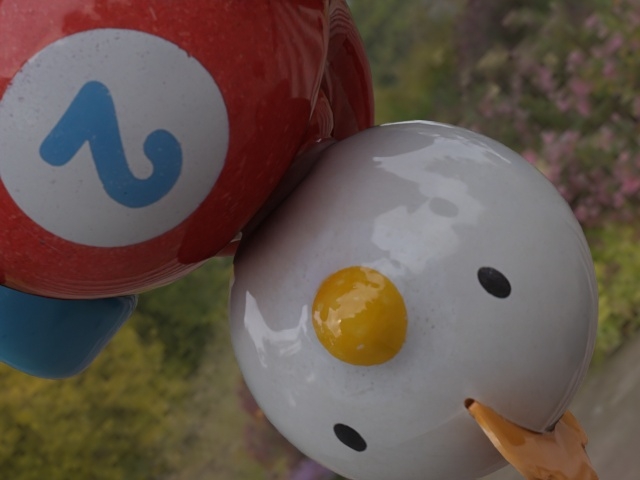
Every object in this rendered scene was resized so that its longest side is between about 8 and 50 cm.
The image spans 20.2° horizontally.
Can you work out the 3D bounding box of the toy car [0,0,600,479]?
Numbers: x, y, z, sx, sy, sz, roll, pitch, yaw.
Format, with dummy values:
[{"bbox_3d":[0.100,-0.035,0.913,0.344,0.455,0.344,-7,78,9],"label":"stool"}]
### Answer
[{"bbox_3d":[0.000,0.000,0.530,0.219,0.238,0.210,-50,-13,11],"label":"toy car"}]
